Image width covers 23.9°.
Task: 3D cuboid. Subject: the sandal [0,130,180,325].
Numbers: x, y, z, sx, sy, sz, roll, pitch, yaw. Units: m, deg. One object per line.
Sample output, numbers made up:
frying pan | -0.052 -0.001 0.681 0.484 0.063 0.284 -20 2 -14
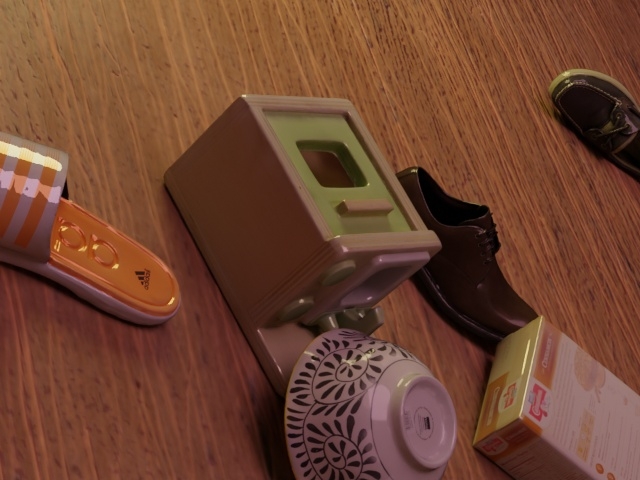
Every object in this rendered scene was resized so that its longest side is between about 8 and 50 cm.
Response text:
sandal | -0.201 -0.027 1.146 0.265 0.076 0.102 28 37 -28

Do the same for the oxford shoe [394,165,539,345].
oxford shoe | 0.147 0.019 1.498 0.227 0.096 0.083 44 30 -10

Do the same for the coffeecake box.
coffeecake box | 0.245 0.185 1.447 0.185 0.068 0.142 39 41 -15

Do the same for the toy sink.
toy sink | 0.000 0.000 1.306 0.153 0.131 0.234 -3 58 -51

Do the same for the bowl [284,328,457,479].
bowl | 0.056 0.148 1.208 0.170 0.080 0.170 20 64 -46

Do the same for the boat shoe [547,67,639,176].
boat shoe | 0.389 -0.147 1.978 0.223 0.080 0.073 31 30 -33
